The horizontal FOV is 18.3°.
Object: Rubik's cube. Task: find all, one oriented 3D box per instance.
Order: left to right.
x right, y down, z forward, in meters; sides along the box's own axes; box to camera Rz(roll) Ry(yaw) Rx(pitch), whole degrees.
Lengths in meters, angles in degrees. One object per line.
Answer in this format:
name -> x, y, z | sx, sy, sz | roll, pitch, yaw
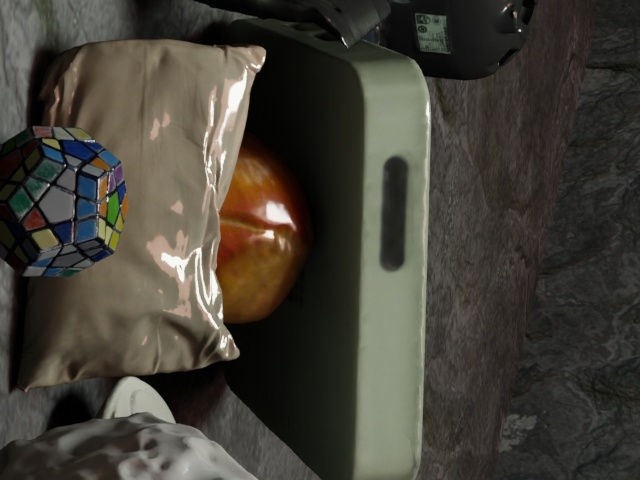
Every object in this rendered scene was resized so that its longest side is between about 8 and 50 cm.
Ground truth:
Rubik's cube -> -0.187, -0.027, 1.387 | 0.111, 0.111, 0.093 | 47, 22, -70

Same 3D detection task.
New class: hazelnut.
hazelnut -> -0.089, -0.019, 1.615 | 0.182, 0.182, 0.182 | 5, 90, -75

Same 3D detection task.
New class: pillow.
pillow -> -0.134, -0.019, 1.485 | 0.067, 0.173, 0.270 | -170, -96, -70

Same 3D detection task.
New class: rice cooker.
rice cooker -> 0.126, -0.304, 2.189 | 0.267, 0.224, 0.267 | 7, 90, -75

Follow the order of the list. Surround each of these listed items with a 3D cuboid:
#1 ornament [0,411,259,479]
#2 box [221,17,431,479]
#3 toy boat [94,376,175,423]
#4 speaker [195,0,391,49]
ornament -> -0.131, 0.285, 1.271 | 0.337, 0.337, 0.337 | 5, 90, -75
box -> 0.000, 0.000, 1.745 | 0.373, 0.090, 0.367 | -144, -126, -66
toy boat -> -0.141, 0.248, 1.584 | 0.141, 0.141, 0.269 | -45, 151, -67
speaker -> -0.051, -0.359, 1.610 | 0.180, 0.184, 0.388 | -51, 142, -63
